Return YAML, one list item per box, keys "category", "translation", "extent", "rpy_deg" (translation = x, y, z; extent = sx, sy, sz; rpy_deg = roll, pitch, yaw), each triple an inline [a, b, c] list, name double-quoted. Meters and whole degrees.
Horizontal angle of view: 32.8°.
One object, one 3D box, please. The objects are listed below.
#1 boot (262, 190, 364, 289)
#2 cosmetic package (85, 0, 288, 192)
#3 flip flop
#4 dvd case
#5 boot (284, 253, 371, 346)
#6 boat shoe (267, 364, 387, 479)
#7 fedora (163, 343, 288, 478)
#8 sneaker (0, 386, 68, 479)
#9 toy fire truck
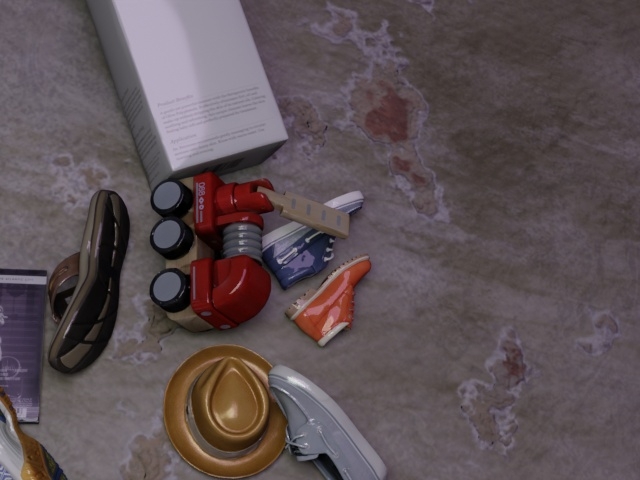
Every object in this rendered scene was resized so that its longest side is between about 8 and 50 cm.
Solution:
- category: "boot"
  translation: [0.000, 0.000, 1.651]
  extent: [0.190, 0.069, 0.086]
  rpy_deg: [-29, 81, -17]
- category: "cosmetic package"
  translation: [-0.209, -0.278, 1.625]
  extent: [0.197, 0.155, 0.365]
  rpy_deg: [-17, 85, -22]
- category: "flip flop"
  translation: [-0.333, 0.055, 1.515]
  extent: [0.080, 0.112, 0.277]
  rpy_deg: [0, 64, 14]
- category: "dvd case"
  translation: [-0.461, 0.140, 1.478]
  extent: [0.164, 0.018, 0.221]
  rpy_deg: [2, 65, -13]
- category: "boot"
  translation: [0.030, 0.088, 1.618]
  extent: [0.158, 0.059, 0.084]
  rpy_deg: [-41, 83, -19]
- category: "boat shoe"
  translation: [-0.002, 0.269, 1.477]
  extent: [0.227, 0.079, 0.081]
  rpy_deg: [49, 62, -12]
- category: "fedora"
  translation: [-0.122, 0.224, 1.493]
  extent: [0.194, 0.079, 0.194]
  rpy_deg: [6, 62, -12]
- category: "sneaker"
  translation: [-0.417, 0.298, 1.380]
  extent: [0.131, 0.112, 0.296]
  rpy_deg: [-36, 82, -1]
- category: "toy fire truck"
  translation: [-0.095, 0.009, 1.536]
  extent: [0.246, 0.158, 0.217]
  rpy_deg: [-13, 63, 18]
